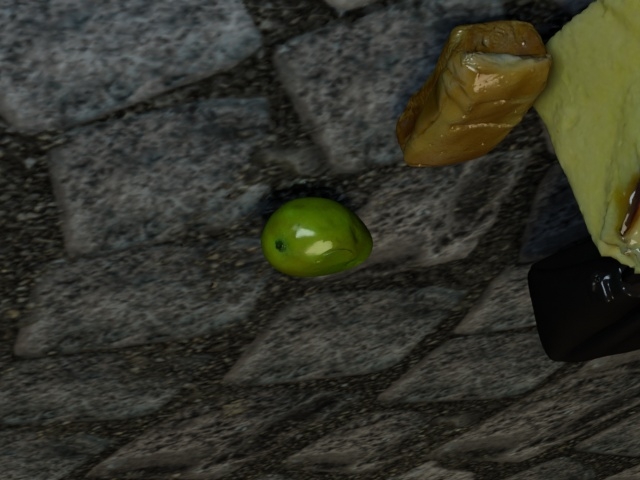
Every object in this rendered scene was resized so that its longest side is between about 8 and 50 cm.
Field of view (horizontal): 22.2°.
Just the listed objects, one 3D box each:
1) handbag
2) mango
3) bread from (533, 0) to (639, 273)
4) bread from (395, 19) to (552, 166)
[{"bbox_3d":[0.329,0.012,1.331,0.285,0.113,0.257,-12,171,-9],"label":"handbag"},{"bbox_3d":[0.000,0.000,1.227,0.073,0.056,0.108,-25,157,30],"label":"mango"},{"bbox_3d":[0.308,-0.100,1.068,0.263,0.198,0.236,1,142,-37],"label":"bread"},{"bbox_3d":[0.101,-0.095,1.095,0.074,0.053,0.132,-4,155,-24],"label":"bread"}]
